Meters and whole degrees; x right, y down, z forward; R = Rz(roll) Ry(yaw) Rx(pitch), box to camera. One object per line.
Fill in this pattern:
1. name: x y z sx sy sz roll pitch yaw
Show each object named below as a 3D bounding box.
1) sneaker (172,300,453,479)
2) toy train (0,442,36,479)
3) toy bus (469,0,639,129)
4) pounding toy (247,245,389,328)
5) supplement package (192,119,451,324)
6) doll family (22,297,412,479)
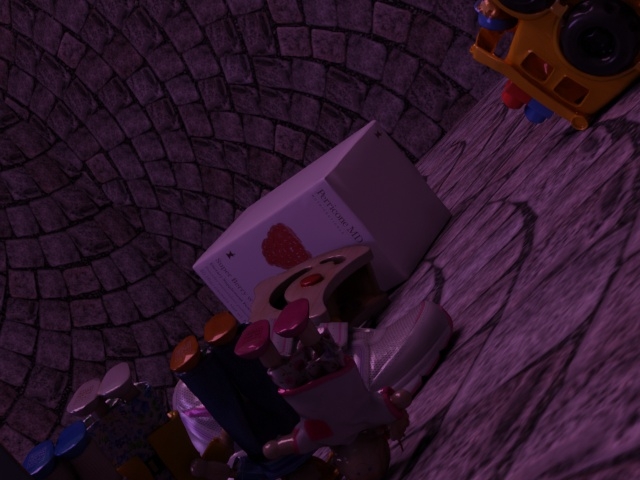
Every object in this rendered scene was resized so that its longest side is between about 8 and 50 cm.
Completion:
1. sneaker: -0.013 0.107 0.886 0.252 0.111 0.103 -29 1 -3
2. toy train: -0.193 0.193 0.613 0.190 0.334 0.142 -22 20 48
3. toy bus: 0.234 -0.221 1.155 0.149 0.220 0.211 -56 1 -43
4. pounding toy: 0.012 0.109 1.340 0.154 0.155 0.269 -18 16 7
5. supplement package: 0.000 0.000 1.527 0.293 0.177 0.175 -33 12 40
6. doll family: -0.064 0.141 0.758 0.263 0.163 0.118 -29 23 5
